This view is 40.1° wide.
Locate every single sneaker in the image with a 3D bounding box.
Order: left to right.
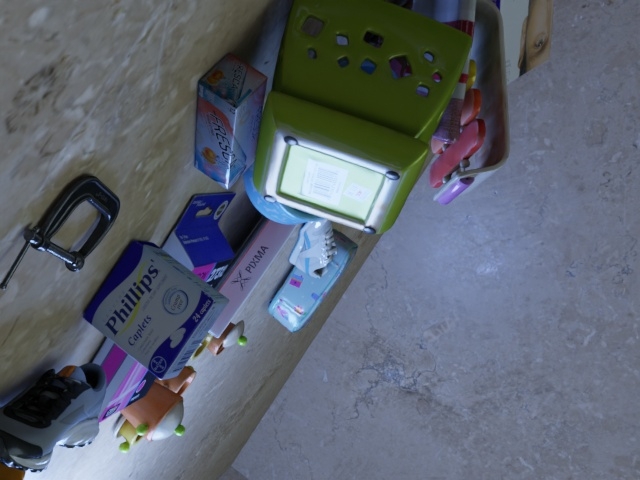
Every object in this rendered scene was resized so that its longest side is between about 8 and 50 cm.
[{"bbox_3d":[-0.346,0.211,1.090,0.271,0.100,0.108,-10,120,-82],"label":"sneaker"},{"bbox_3d":[0.000,0.000,2.041,0.087,0.092,0.229,-46,166,-34],"label":"sneaker"}]

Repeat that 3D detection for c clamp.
[{"bbox_3d":[-0.266,-0.005,0.919,0.137,0.022,0.161,-59,170,-3],"label":"c clamp"}]

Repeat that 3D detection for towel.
[{"bbox_3d":[0.170,-0.315,1.263,0.237,0.037,0.329,-132,-134,-73],"label":"towel"}]

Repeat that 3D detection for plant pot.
[{"bbox_3d":[0.035,-0.149,1.097,0.228,0.227,0.207,110,-2,-61],"label":"plant pot"}]

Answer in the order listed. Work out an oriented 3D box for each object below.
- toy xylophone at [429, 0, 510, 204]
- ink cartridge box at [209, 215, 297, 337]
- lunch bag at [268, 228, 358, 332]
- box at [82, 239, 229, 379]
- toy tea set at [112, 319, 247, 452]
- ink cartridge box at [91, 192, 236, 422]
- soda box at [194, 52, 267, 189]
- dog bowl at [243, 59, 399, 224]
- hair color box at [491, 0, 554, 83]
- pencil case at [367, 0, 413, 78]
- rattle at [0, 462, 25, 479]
[{"bbox_3d":[0.210,-0.203,1.328,0.236,0.081,0.323,118,-27,-64],"label":"toy xylophone"},{"bbox_3d":[-0.121,0.043,1.517,0.275,0.060,0.239,-55,-173,0],"label":"ink cartridge box"},{"bbox_3d":[-0.020,0.101,2.252,0.279,0.107,0.224,-54,176,8],"label":"lunch bag"},{"bbox_3d":[-0.213,0.089,1.137,0.126,0.137,0.072,-55,169,4],"label":"box"},{"bbox_3d":[-0.245,0.264,1.643,0.336,0.124,0.200,-50,170,-26],"label":"toy tea set"},{"bbox_3d":[-0.232,0.096,1.324,0.371,0.069,0.176,-59,170,11],"label":"ink cartridge box"},{"bbox_3d":[-0.112,-0.142,1.074,0.063,0.058,0.183,-50,169,-27],"label":"soda box"},{"bbox_3d":[0.015,-0.152,1.313,0.297,0.166,0.074,-53,-151,-8],"label":"dog bowl"},{"bbox_3d":[0.298,-0.438,1.420,0.185,0.110,0.339,-33,132,-40],"label":"hair color box"},{"bbox_3d":[0.174,-0.334,1.528,0.386,0.160,0.167,-52,-168,-22],"label":"pencil case"},{"bbox_3d":[-0.451,0.341,1.068,0.199,0.130,0.143,2,116,-47],"label":"rattle"}]
